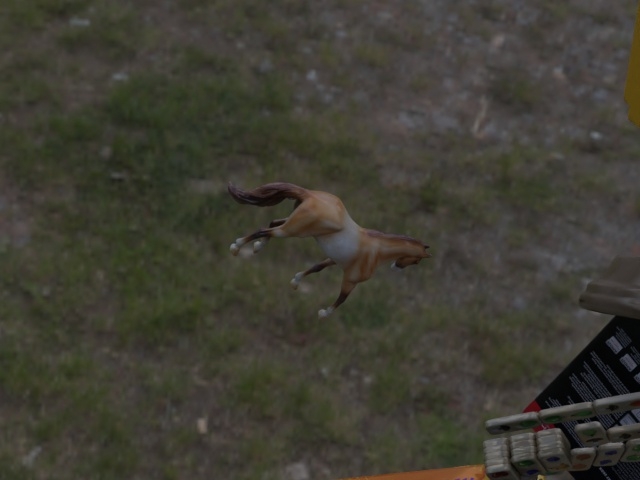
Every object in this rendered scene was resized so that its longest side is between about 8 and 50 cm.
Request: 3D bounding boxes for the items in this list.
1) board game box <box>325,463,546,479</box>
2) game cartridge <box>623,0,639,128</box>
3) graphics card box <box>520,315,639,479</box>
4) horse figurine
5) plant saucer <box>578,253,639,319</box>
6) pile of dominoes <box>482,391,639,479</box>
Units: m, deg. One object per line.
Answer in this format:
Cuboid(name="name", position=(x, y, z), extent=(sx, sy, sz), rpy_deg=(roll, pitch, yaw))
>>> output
Cuboid(name="board game box", position=(0.137, 0.525, 1.771), extent=(0.356, 0.356, 0.357), rpy_deg=(-7, 60, 6))
Cuboid(name="game cartridge", position=(0.518, -0.189, 1.757), extent=(0.052, 0.285, 0.324), rpy_deg=(-21, 49, -18))
Cuboid(name="graphics card box", position=(0.437, 0.201, 1.742), extent=(0.094, 0.371, 0.233), rpy_deg=(-24, 66, -38))
Cuboid(name="horse figurine", position=(0.000, 0.000, 1.767), extent=(0.263, 0.174, 0.066), rpy_deg=(40, 29, -31))
Cuboid(name="plant saucer", position=(0.302, 0.039, 0.853), extent=(0.277, 0.041, 0.278), rpy_deg=(6, 1, 0))
Cuboid(name="pile of dominoes", position=(0.308, 0.227, 1.494), extent=(0.251, 0.196, 0.040), rpy_deg=(-13, 59, 17))
